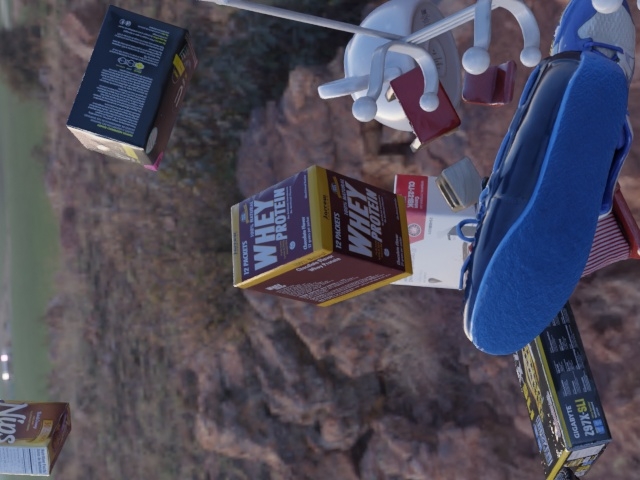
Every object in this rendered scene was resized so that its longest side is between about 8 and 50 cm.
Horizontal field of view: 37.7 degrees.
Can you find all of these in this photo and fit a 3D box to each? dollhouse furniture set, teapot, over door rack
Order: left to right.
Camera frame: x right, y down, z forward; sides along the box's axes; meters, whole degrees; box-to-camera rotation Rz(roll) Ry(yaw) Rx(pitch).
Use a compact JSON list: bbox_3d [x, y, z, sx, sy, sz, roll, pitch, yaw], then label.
[{"bbox_3d":[0.124,-0.302,1.671,0.187,0.256,0.253,-9,58,31],"label":"teapot"},{"bbox_3d":[0.086,-0.186,0.703,0.239,0.324,0.108,-21,69,36],"label":"over door rack"},{"bbox_3d":[0.263,-0.099,1.295,0.374,0.201,0.152,63,180,3],"label":"dollhouse furniture set"}]

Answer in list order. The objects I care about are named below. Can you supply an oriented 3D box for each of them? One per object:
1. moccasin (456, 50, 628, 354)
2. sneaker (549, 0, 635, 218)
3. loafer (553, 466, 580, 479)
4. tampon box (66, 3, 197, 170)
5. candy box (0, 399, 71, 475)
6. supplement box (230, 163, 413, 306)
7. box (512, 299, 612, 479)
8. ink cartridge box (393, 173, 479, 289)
[{"bbox_3d":[0.242,-0.041,1.049,0.342,0.137,0.117,-67,26,9],"label":"moccasin"},{"bbox_3d":[0.345,-0.164,1.147,0.131,0.111,0.297,-128,42,-76],"label":"sneaker"},{"bbox_3d":[0.336,0.358,1.208,0.080,0.078,0.220,-55,-3,3],"label":"loafer"},{"bbox_3d":[-0.232,-0.186,1.174,0.120,0.101,0.161,100,-172,-82],"label":"tampon box"},{"bbox_3d":[-0.451,0.269,1.298,0.109,0.186,0.053,-87,0,-66],"label":"candy box"},{"bbox_3d":[0.000,0.000,1.400,0.191,0.194,0.129,-23,62,40],"label":"supplement box"},{"bbox_3d":[0.384,0.217,1.565,0.257,0.079,0.322,73,-174,-64],"label":"box"},{"bbox_3d":[0.271,-0.011,1.797,0.114,0.272,0.197,-82,-6,-47],"label":"ink cartridge box"}]
